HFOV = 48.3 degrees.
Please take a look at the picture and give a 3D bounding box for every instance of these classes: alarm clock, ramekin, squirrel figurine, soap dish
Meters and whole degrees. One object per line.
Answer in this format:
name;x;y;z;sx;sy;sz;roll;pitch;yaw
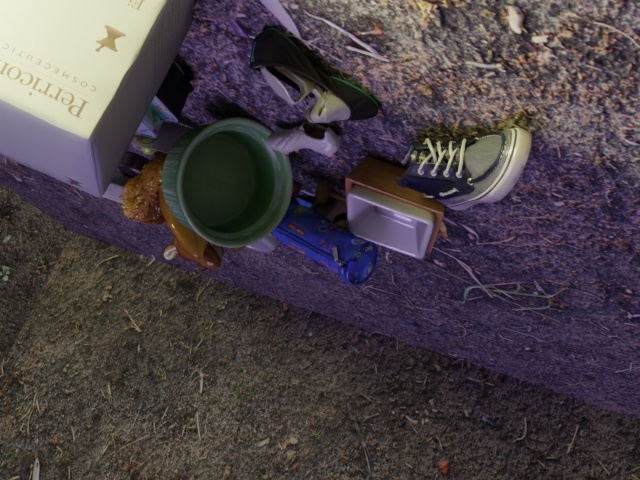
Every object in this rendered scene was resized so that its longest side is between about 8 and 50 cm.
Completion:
alarm clock;-0.617;-0.240;2.339;0.192;0.064;0.129;25;164;3
ramekin;-0.215;-0.044;2.330;0.207;0.109;0.207;22;164;7
squirrel figurine;-0.404;-0.082;2.175;0.397;0.281;0.370;41;156;2
ramekin;-0.231;-0.142;1.716;0.303;0.303;0.148;34;168;-34
soap dish;0.175;-0.075;1.684;0.228;0.118;0.291;20;164;9

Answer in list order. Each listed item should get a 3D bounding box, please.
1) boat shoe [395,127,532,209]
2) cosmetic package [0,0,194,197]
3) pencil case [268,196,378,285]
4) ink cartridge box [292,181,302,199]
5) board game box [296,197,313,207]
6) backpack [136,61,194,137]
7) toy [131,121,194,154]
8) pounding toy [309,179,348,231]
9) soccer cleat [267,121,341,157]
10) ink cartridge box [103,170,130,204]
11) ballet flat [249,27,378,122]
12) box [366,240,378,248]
boat shoe;0.252;-0.141;1.341;0.158;0.127;0.340;17;165;-8
cosmetic package;-0.421;-0.339;1.146;0.329;0.394;0.327;25;164;-9
pencil case;0.000;0.000;1.764;0.306;0.119;0.133;30;-161;31
ink cartridge box;-0.168;-0.124;1.971;0.176;0.127;0.128;27;163;-13
board game box;-0.025;-0.072;2.064;0.168;0.033;0.133;28;144;46
backpack;-0.434;-0.344;1.549;0.253;0.191;0.225;20;165;27
toy;-0.445;-0.263;1.846;0.237;0.137;0.056;18;131;2
pounding toy;0.052;-0.034;1.917;0.154;0.154;0.269;10;160;38
soccer cleat;-0.042;-0.232;1.587;0.196;0.068;0.076;10;145;34
ink cartridge box;-0.592;-0.172;2.440;0.296;0.066;0.261;18;-161;15
ballet flat;-0.018;-0.278;1.331;0.280;0.096;0.095;30;162;-23
box;0.060;-0.010;2.109;0.232;0.087;0.058;15;162;28
